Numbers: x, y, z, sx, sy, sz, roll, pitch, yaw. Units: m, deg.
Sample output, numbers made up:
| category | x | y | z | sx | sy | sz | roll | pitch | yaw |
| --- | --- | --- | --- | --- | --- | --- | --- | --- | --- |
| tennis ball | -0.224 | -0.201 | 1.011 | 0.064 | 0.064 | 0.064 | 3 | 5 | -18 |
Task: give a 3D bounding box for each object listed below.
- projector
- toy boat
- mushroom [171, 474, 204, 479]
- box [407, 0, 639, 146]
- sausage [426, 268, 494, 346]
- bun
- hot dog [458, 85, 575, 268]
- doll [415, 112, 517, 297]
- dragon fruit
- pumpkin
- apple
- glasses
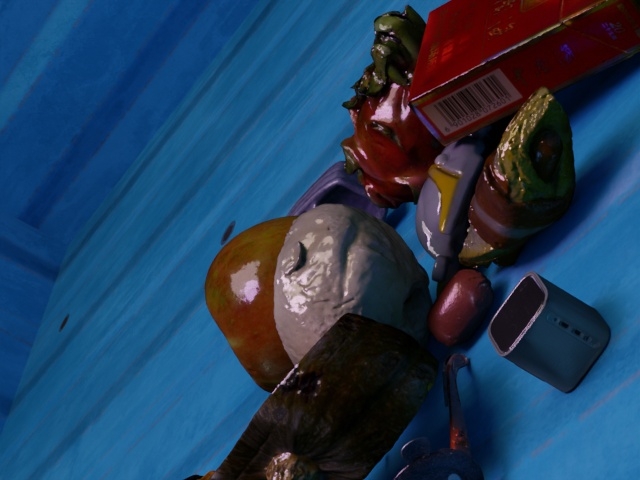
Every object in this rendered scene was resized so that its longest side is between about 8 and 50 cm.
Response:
| category | x | y | z | sx | sy | sz | roll | pitch | yaw |
| --- | --- | --- | --- | --- | --- | --- | --- | --- | --- |
| projector | 0.229 | 0.092 | 1.565 | 0.083 | 0.082 | 0.083 | -56 | 18 | 13 |
| toy boat | 0.000 | 0.000 | 2.277 | 0.283 | 0.127 | 0.078 | -51 | 19 | 41 |
| mushroom | -0.149 | 0.430 | 1.899 | 0.263 | 0.195 | 0.283 | -2 | 76 | 61 |
| box | 0.261 | -0.259 | 1.859 | 0.313 | 0.089 | 0.197 | -25 | 31 | 32 |
| sausage | 0.165 | 0.079 | 1.807 | 0.054 | 0.059 | 0.094 | 40 | 104 | 28 |
| bun | 0.050 | 0.066 | 1.865 | 0.153 | 0.244 | 0.244 | -11 | 42 | 24 |
| hot dog | 0.230 | -0.051 | 1.741 | 0.123 | 0.093 | 0.261 | -31 | -30 | -31 |
| doll | 0.186 | -0.080 | 1.921 | 0.316 | 0.103 | 0.145 | -64 | 8 | -32 |
| dragon fruit | 0.101 | -0.168 | 2.058 | 0.200 | 0.269 | 0.198 | -30 | 31 | 14 |
| pumpkin | -0.010 | 0.220 | 1.690 | 0.317 | 0.139 | 0.222 | -50 | -3 | 36 |
| apple | -0.032 | 0.084 | 2.145 | 0.226 | 0.246 | 0.246 | -31 | 19 | -2 |
| glasses | 0.075 | 0.243 | 1.703 | 0.234 | 0.118 | 0.268 | -54 | 19 | 25 |
